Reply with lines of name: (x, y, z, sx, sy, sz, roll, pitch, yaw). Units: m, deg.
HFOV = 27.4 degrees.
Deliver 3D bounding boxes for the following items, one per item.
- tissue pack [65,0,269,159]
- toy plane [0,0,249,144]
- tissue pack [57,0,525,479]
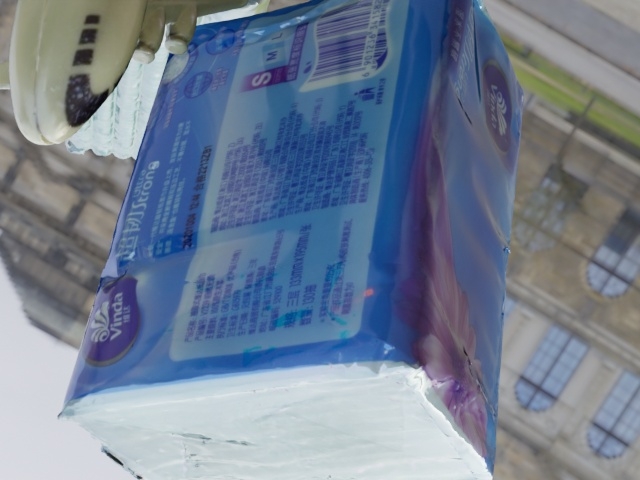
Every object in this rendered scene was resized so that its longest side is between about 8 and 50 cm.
tissue pack: (-0.121, -0.242, 1.058, 0.162, 0.287, 0.388, 8, 164, -9)
toy plane: (-0.107, -0.152, 0.635, 0.092, 0.244, 0.229, 0, 153, 34)
tissue pack: (0.000, 0.000, 0.719, 0.198, 0.263, 0.146, -10, 141, 26)
